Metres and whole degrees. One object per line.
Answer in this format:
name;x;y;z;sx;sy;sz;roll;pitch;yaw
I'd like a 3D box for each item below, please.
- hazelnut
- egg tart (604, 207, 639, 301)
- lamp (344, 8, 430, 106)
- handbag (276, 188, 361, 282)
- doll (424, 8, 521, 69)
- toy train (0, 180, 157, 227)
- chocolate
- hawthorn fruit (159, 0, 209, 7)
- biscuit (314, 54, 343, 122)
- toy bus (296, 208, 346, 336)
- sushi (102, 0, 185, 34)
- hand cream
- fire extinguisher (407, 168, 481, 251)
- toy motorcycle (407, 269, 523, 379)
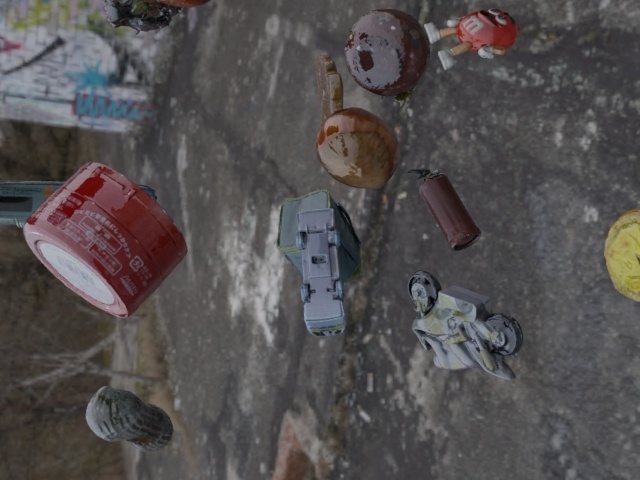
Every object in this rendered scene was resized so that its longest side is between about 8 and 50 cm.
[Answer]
hazelnut;0.089;-0.225;1.862;0.176;0.214;0.214;-38;47;41
egg tart;0.632;0.027;1.521;0.191;0.074;0.191;177;90;-72
lamp;0.124;-0.342;1.410;0.135;0.156;0.157;-55;-5;-49
handbag;0.000;0.000;2.540;0.241;0.222;0.263;55;-152;-42
doll;0.358;-0.463;1.765;0.085;0.217;0.183;84;171;-50
toy train;-0.530;-0.065;1.530;0.086;0.409;0.089;132;137;-75
chocolate;-0.387;0.371;1.601;0.248;0.110;0.110;44;-147;-52
hawthorn fruit;-0.228;-0.447;1.289;0.133;0.138;0.133;173;90;-82
biscuit;0.028;-0.412;2.190;0.278;0.043;0.301;94;167;-57
toy bus;0.002;0.082;1.929;0.136;0.109;0.330;83;-179;-54
sushi;-0.422;-0.618;1.876;0.270;0.236;0.171;145;117;-78
hand cream;-0.338;0.003;1.228;0.149;0.230;0.230;-52;2;-28
fire extinguisher;0.348;-0.103;2.218;0.269;0.104;0.105;64;150;23
toy motorcycle;0.214;0.146;1.212;0.225;0.073;0.152;29;126;43
